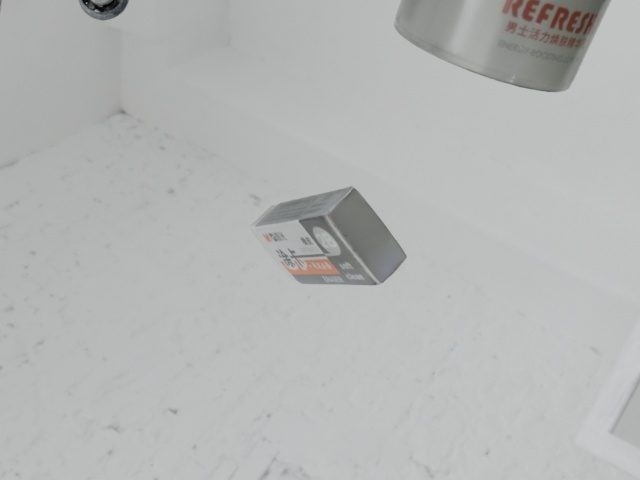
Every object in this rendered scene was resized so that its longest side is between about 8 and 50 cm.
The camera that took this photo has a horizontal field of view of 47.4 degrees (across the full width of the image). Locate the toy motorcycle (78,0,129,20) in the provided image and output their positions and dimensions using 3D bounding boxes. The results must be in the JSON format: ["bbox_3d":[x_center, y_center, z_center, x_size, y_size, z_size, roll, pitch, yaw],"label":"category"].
[{"bbox_3d":[-0.483,-0.574,1.375,0.222,0.341,0.108,-61,-1,-4],"label":"toy motorcycle"}]

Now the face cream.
[{"bbox_3d":[0.112,-0.184,0.324,0.096,0.096,0.214,-30,-35,-55],"label":"face cream"}]

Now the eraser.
[{"bbox_3d":[0.000,0.000,0.439,0.029,0.052,0.122,-43,16,-21],"label":"eraser"}]
